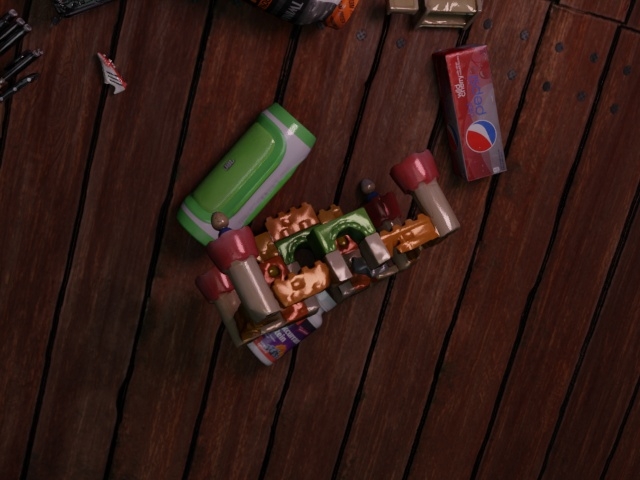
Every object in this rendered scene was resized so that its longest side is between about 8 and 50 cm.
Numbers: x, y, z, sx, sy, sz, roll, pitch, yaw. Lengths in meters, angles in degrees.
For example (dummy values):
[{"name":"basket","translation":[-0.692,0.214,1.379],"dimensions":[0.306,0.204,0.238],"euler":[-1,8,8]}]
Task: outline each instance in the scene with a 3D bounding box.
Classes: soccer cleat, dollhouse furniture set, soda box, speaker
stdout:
[{"name":"soccer cleat","translation":[-0.400,-0.315,1.612],"dimensions":[0.036,0.029,0.083],"euler":[-36,113,-4]},{"name":"dollhouse furniture set","translation":[0.206,-0.503,1.665],"dimensions":[0.182,0.101,0.160],"euler":[-1,81,-10]},{"name":"soda box","translation":[0.303,-0.260,1.735],"dimensions":[0.092,0.083,0.263],"euler":[-15,107,-7]},{"name":"speaker","translation":[-0.145,-0.122,1.662],"dimensions":[0.131,0.131,0.296],"euler":[41,94,-18]}]

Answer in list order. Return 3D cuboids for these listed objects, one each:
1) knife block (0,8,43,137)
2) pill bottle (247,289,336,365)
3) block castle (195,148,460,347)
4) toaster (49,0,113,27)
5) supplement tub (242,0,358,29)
[{"name":"knife block","translation":[-0.647,-0.301,1.536],"dimensions":[0.276,0.088,0.242],"euler":[3,104,-12]},{"name":"pill bottle","translation":[-0.065,0.160,1.764],"dimensions":[0.193,0.108,0.108],"euler":[-39,109,1]},{"name":"block castle","translation":[0.000,0.000,1.590],"dimensions":[0.453,0.303,0.212],"euler":[-24,79,-20]},{"name":"toaster","translation":[-0.424,-0.492,1.515],"dimensions":[0.186,0.110,0.168],"euler":[-23,107,-5]},{"name":"supplement tub","translation":[-0.089,-0.518,1.523],"dimensions":[0.338,0.207,0.207],"euler":[20,100,-15]}]
